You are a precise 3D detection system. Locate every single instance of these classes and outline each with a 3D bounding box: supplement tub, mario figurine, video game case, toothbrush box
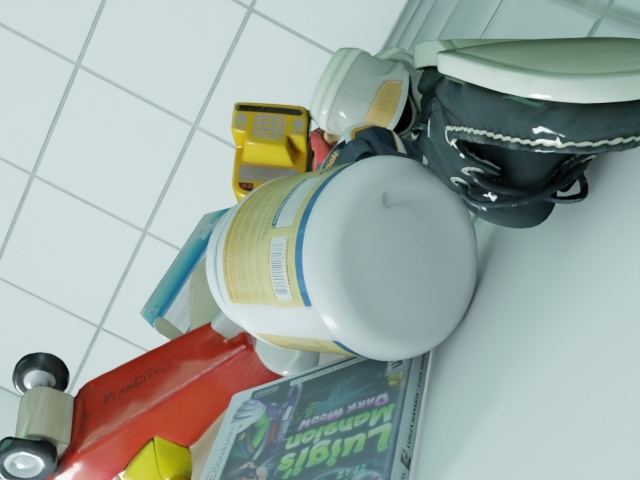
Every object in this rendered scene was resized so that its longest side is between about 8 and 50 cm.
[{"bbox_3d":[0.007,0.016,0.658,0.200,0.144,0.144,-4,55,57],"label":"supplement tub"},{"bbox_3d":[0.073,-0.228,1.870,0.320,0.170,0.198,-54,-35,-24],"label":"mario figurine"},{"bbox_3d":[-0.014,0.156,0.624,0.190,0.022,0.173,-23,27,28],"label":"video game case"},{"bbox_3d":[-0.175,0.070,1.367,0.216,0.126,0.295,-58,15,-10],"label":"toothbrush box"}]

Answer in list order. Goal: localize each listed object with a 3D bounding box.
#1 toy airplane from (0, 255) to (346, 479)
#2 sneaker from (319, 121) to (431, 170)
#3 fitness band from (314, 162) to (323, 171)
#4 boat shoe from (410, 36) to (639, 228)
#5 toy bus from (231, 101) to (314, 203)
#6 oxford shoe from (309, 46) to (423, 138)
[{"bbox_3d":[-0.111,0.183,0.898,0.384,0.272,0.386,5,51,45],"label":"toy airplane"},{"bbox_3d":[0.055,-0.032,0.851,0.126,0.127,0.321,-60,8,19],"label":"sneaker"},{"bbox_3d":[0.000,0.000,1.312,0.291,0.054,0.209,-73,-9,-67],"label":"fitness band"},{"bbox_3d":[0.118,-0.066,0.519,0.340,0.127,0.113,-119,27,-75],"label":"boat shoe"},{"bbox_3d":[-0.070,-0.101,1.290,0.332,0.108,0.130,86,-170,-78],"label":"toy bus"},{"bbox_3d":[0.106,-0.210,1.300,0.169,0.130,0.449,-67,-11,14],"label":"oxford shoe"}]
